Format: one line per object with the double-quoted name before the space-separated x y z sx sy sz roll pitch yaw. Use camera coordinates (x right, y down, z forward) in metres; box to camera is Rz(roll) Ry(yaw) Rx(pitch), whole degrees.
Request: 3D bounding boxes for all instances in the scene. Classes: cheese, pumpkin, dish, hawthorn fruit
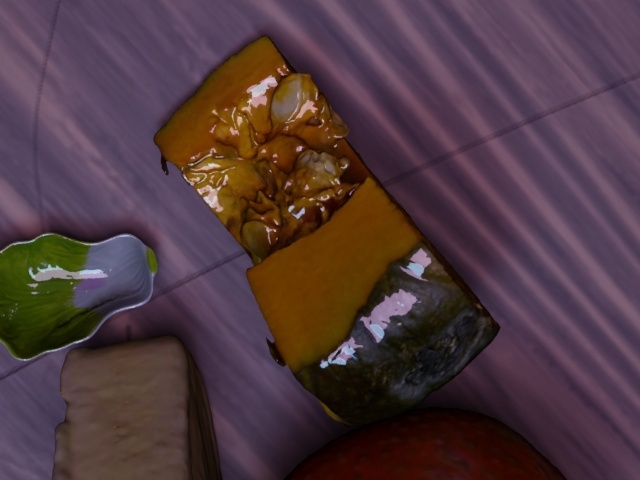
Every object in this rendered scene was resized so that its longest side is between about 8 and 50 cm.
"cheese" -0.121 0.280 1.392 0.104 0.384 0.383 -9 101 5
"pumpkin" -0.001 0.001 1.421 0.139 0.190 0.280 -39 99 7
"dish" -0.191 0.038 1.497 0.137 0.039 0.091 -16 80 -5
"hawthorn fruit" 0.077 0.269 1.421 0.275 0.299 0.275 0 116 0
